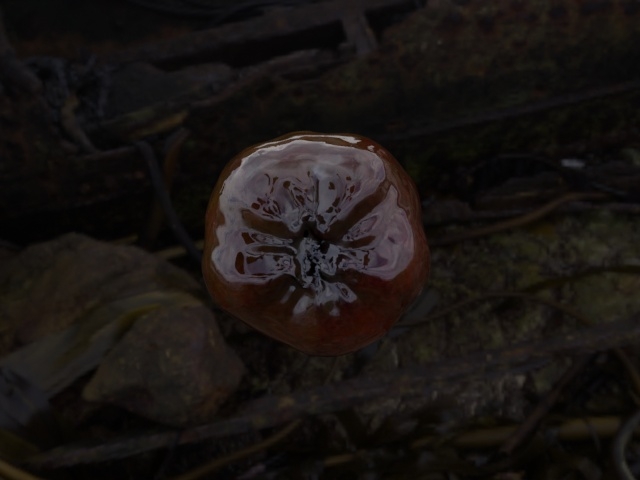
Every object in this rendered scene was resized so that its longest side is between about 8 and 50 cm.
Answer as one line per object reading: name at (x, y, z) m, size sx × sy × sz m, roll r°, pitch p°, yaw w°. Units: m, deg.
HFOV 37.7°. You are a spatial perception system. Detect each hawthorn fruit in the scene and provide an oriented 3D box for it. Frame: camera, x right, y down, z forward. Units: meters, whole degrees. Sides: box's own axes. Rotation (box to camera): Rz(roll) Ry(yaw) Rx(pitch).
hawthorn fruit at (0.000, 0.000, 0.874) m, size 0.208 × 0.208 × 0.248 m, roll -4°, pitch 2°, yaw 5°
